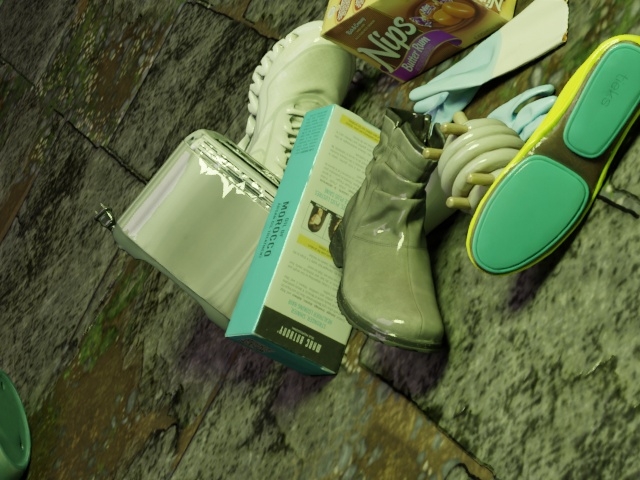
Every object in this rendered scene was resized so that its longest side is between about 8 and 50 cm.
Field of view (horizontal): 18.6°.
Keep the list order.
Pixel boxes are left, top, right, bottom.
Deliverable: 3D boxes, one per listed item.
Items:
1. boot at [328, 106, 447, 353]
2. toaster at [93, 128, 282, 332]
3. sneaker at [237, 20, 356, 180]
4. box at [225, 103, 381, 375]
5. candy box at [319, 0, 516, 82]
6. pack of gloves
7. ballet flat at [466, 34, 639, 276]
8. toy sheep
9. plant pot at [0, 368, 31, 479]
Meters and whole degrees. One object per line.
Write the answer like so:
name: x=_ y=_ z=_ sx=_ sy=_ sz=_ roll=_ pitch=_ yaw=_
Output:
boot: x=0.071 y=-0.018 z=1.744 sx=0.246 sy=0.083 sz=0.161 roll=-113 pitch=39 yaw=-60
toaster: x=-0.102 y=-0.012 z=1.990 sx=0.146 sy=0.227 sz=0.129 roll=-53 pitch=-12 yaw=6
sneaker: x=-0.038 y=-0.097 z=2.084 sx=0.292 sy=0.110 sz=0.118 roll=-61 pitch=30 yaw=26
box: x=0.000 y=0.000 z=1.893 sx=0.060 sy=0.100 sz=0.244 roll=-10 pitch=57 yaw=59
candy box: x=0.095 y=-0.227 z=1.923 sx=0.186 sy=0.109 sz=0.053 roll=-26 pitch=44 yaw=53
pack of gloves: x=0.136 y=-0.122 z=1.814 sx=0.232 sy=0.046 sz=0.195 roll=-38 pitch=34 yaw=44
ballet flat: x=0.202 y=-0.070 z=1.614 sx=0.231 sy=0.077 sz=0.077 roll=-56 pitch=4 yaw=10
toy sheep: x=0.140 y=-0.064 z=1.687 sx=0.091 sy=0.091 sz=0.132 roll=-45 pitch=49 yaw=34
plant pot: x=-0.477 y=0.249 z=2.448 sx=0.195 sy=0.290 sz=0.290 roll=-16 pitch=39 yaw=9
